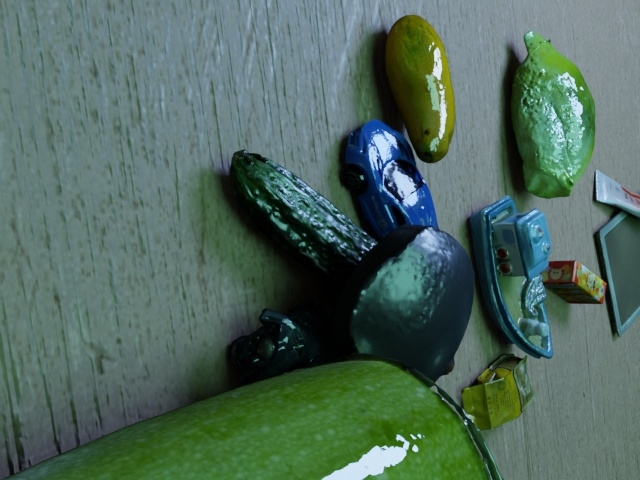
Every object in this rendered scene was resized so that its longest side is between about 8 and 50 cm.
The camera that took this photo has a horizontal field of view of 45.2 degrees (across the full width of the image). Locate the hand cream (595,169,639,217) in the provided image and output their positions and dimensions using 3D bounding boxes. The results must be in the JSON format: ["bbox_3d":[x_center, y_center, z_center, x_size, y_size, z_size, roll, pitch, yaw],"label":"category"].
[{"bbox_3d":[0.582,-0.075,1.442,0.216,0.038,0.052,17,38,-34],"label":"hand cream"}]

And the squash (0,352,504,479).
[{"bbox_3d":[-0.056,0.245,0.579,0.384,0.263,0.263,-12,96,-47],"label":"squash"}]

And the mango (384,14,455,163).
[{"bbox_3d":[0.124,-0.184,0.929,0.098,0.075,0.190,4,71,-60],"label":"mango"}]

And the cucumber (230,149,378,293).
[{"bbox_3d":[0.001,0.000,0.797,0.265,0.077,0.077,38,61,-39],"label":"cucumber"}]

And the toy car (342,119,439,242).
[{"bbox_3d":[0.095,-0.039,0.906,0.103,0.063,0.216,-37,114,-42],"label":"toy car"}]

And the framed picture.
[{"bbox_3d":[0.602,0.036,1.485,0.274,0.017,0.217,-26,106,-45],"label":"framed picture"}]

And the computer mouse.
[{"bbox_3d":[0.108,0.098,0.811,0.168,0.087,0.295,-55,147,-15],"label":"computer mouse"}]

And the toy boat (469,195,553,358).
[{"bbox_3d":[0.286,0.058,1.083,0.109,0.098,0.237,-28,108,-41],"label":"toy boat"}]

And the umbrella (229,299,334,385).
[{"bbox_3d":[0.003,0.103,0.803,0.224,0.080,0.071,11,44,-50],"label":"umbrella"}]

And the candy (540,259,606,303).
[{"bbox_3d":[0.406,0.068,1.236,0.122,0.062,0.038,28,67,-43],"label":"candy"}]

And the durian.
[{"bbox_3d":[0.355,-0.187,1.169,0.139,0.101,0.250,12,79,-46],"label":"durian"}]

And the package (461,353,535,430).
[{"bbox_3d":[0.250,0.212,1.070,0.131,0.047,0.071,-21,106,-48],"label":"package"}]
